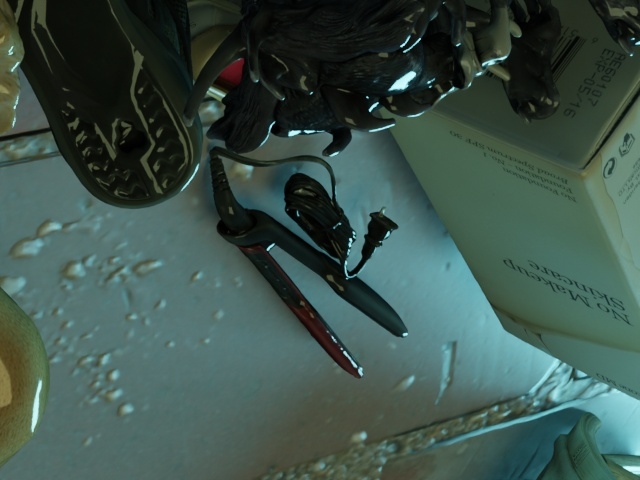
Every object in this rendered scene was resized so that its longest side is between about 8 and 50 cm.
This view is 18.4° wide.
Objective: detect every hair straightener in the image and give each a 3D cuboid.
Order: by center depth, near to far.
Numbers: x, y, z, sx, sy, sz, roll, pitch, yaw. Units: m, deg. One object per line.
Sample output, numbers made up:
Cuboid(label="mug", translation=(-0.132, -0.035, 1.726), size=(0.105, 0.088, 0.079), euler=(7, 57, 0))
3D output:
Cuboid(label="hair straightener", translation=(0.000, 0.000, 1.226), size=(0.089, 0.047, 0.230), euler=(-41, 137, -1))

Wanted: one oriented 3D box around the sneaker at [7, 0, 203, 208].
Cuboid(label="sneaker", translation=(-0.125, -0.135, 0.967), size=(0.087, 0.130, 0.227), euler=(-25, 110, 3))

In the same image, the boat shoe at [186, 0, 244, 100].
Cuboid(label="boat shoe", translation=(-0.020, -0.092, 1.102), size=(0.170, 0.059, 0.063), euler=(7, 121, -43))

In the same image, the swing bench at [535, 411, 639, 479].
Cuboid(label="swing bench", translation=(0.206, 0.287, 1.563), size=(0.255, 0.165, 0.253), euler=(23, 110, -42))

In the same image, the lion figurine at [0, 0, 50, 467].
Cuboid(label="lion figurine", translation=(-0.219, 0.027, 0.978), size=(0.240, 0.142, 0.392), euler=(-25, 145, -5))

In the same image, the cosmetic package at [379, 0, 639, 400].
Cuboid(label="cosmetic package", translation=(0.161, -0.028, 1.207), size=(0.113, 0.160, 0.309), euler=(-53, 145, -15))

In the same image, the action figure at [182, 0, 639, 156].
Cuboid(label="action figure", translation=(0.033, -0.119, 0.954), size=(0.276, 0.141, 0.164), euler=(-10, 158, -45))
